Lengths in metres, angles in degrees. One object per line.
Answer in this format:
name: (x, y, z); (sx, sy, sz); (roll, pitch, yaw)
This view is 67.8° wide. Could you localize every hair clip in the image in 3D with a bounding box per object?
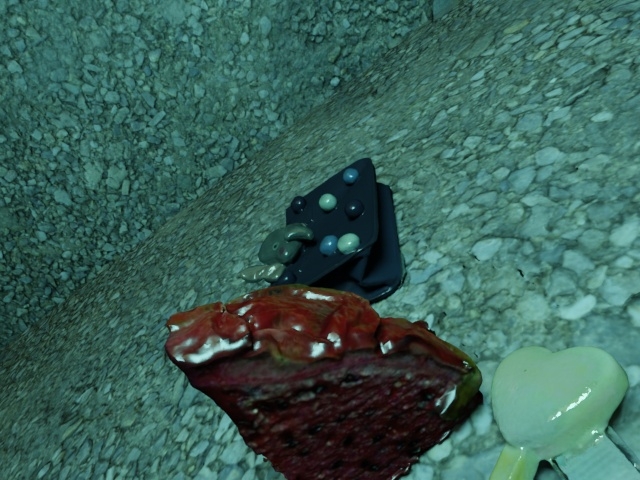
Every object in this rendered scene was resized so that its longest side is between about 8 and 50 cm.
hair clip: (0.206, 0.173, 0.401); (0.159, 0.071, 0.218); (-38, 23, 9)

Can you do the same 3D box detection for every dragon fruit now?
dragon fruit: (-0.007, 0.154, 0.482); (0.303, 0.330, 0.240); (-23, 53, 25)

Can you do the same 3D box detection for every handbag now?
handbag: (0.000, 0.000, 0.858); (0.269, 0.118, 0.325); (-29, 27, 21)
